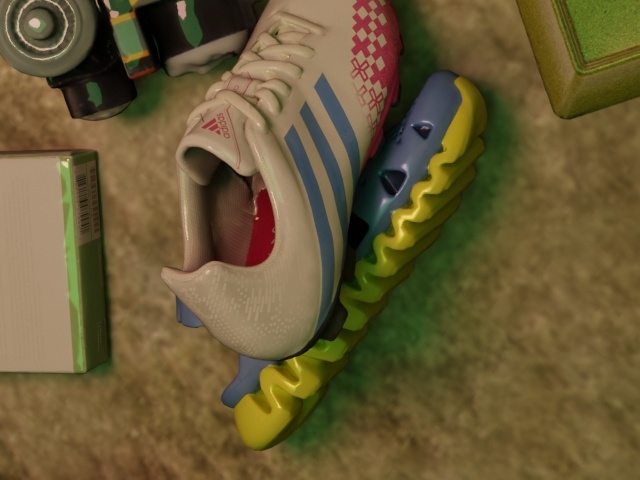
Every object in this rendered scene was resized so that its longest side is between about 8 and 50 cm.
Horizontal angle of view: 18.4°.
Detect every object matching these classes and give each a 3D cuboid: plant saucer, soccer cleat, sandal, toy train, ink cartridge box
[{"bbox_3d":[0.224,-0.198,1.393,0.188,0.045,0.188,-18,96,15],"label":"plant saucer"},{"bbox_3d":[-0.028,-0.083,1.344,0.116,0.143,0.331,-14,56,36],"label":"soccer cleat"},{"bbox_3d":[0.000,0.000,1.440,0.138,0.126,0.317,39,103,10],"label":"sandal"},{"bbox_3d":[-0.168,-0.260,1.425,0.190,0.142,0.334,-18,96,5],"label":"toy train"},{"bbox_3d":[-0.288,0.017,1.536,0.235,0.056,0.171,0,99,15],"label":"ink cartridge box"}]
